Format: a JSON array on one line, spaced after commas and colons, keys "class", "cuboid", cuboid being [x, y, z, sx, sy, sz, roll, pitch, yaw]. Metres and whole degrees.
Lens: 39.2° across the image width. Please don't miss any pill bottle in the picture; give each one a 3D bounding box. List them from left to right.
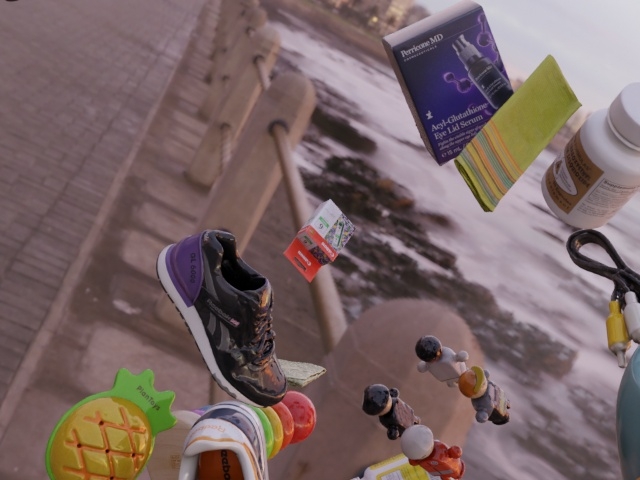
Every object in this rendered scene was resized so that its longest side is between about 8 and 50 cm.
[{"class": "pill bottle", "cuboid": [0.156, 0.479, 1.746, 0.119, 0.208, 0.119, 159, -90, -87]}, {"class": "pill bottle", "cuboid": [0.447, -0.129, 1.382, 0.131, 0.229, 0.131, 9, 56, -13]}]

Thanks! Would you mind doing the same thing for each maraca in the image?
[{"class": "maraca", "cuboid": [-0.269, 0.251, 1.164, 0.127, 0.186, 0.099, 49, -20, -16]}]

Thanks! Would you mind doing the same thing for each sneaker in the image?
[{"class": "sneaker", "cuboid": [-0.106, 0.368, 1.103, 0.126, 0.321, 0.127, -14, 3, 14]}, {"class": "sneaker", "cuboid": [-0.112, 0.115, 1.277, 0.283, 0.124, 0.107, 58, 34, -15]}]

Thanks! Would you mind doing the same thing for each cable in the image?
[{"class": "cable", "cuboid": [0.466, 0.060, 1.366, 0.072, 0.139, 0.287, 42, 24, -40]}]

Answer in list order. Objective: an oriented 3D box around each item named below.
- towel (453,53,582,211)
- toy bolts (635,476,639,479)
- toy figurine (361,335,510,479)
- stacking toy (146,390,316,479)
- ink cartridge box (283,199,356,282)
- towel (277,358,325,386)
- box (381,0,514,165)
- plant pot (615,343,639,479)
[{"class": "towel", "cuboid": [0.287, -0.155, 1.292, 0.021, 0.237, 0.102, 13, -35, 56]}, {"class": "toy bolts", "cuboid": [0.295, 0.310, 0.664, 0.158, 0.218, 0.228, 41, -12, -15]}, {"class": "toy figurine", "cuboid": [0.199, 0.284, 1.567, 0.148, 0.209, 0.213, 43, 0, -35]}, {"class": "stacking toy", "cuboid": [-0.120, 0.307, 1.422, 0.141, 0.141, 0.330, 35, 19, 25]}, {"class": "ink cartridge box", "cuboid": [0.000, 0.000, 1.316, 0.063, 0.029, 0.115, 48, 50, -14]}, {"class": "towel", "cuboid": [-0.074, 0.268, 1.839, 0.148, 0.027, 0.110, 4, 9, 26]}, {"class": "box", "cuboid": [0.206, -0.248, 1.407, 0.108, 0.153, 0.207, -105, 169, -69]}, {"class": "plant pot", "cuboid": [0.496, 0.229, 1.095, 0.235, 0.293, 0.293, 64, -3, -26]}]
